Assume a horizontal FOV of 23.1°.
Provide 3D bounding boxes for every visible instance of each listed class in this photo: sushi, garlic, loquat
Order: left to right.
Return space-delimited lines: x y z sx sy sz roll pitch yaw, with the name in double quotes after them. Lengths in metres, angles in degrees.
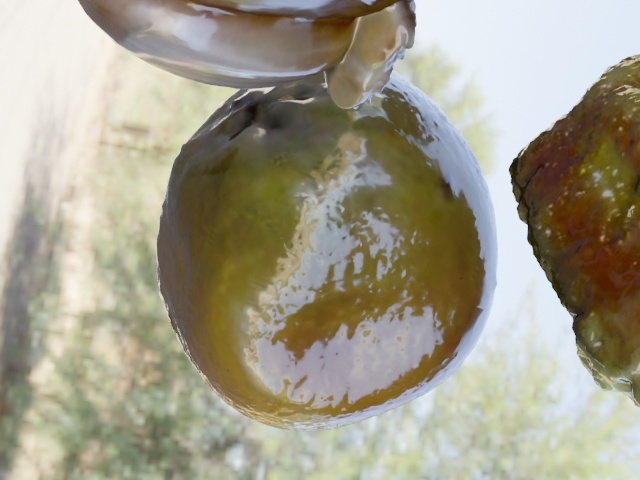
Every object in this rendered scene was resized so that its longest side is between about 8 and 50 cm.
-0.034 -0.183 0.748 0.160 0.191 0.214 -34 -131 46 "garlic"
0.000 0.000 1.217 0.276 0.276 0.284 -85 161 -52 "loquat"
0.205 0.006 0.836 0.139 0.184 0.274 -40 -131 24 "sushi"
